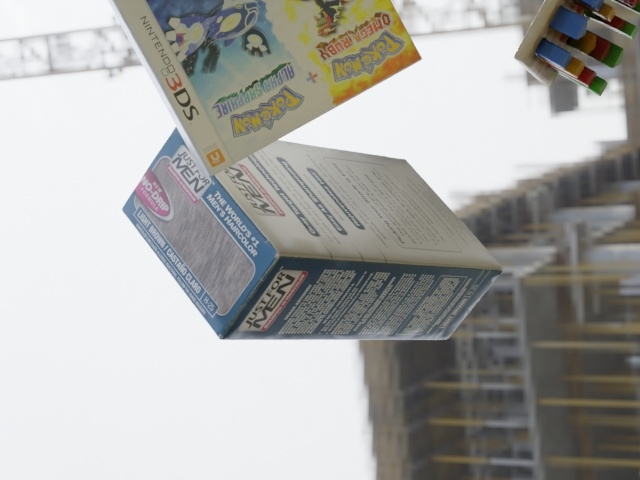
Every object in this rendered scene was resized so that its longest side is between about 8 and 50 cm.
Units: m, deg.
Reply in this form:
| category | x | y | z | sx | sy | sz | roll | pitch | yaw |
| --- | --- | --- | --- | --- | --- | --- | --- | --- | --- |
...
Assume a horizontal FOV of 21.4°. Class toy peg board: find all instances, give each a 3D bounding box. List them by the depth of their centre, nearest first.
| category | x | y | z | sx | sy | sz | roll | pitch | yaw |
| --- | --- | --- | --- | --- | --- | --- | --- | --- | --- |
| toy peg board | 0.307 | -0.247 | 1.927 | 0.161 | 0.079 | 0.160 | -61 | -18 | 5 |

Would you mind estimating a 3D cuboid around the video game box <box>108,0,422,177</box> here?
| category | x | y | z | sx | sy | sz | roll | pitch | yaw |
| --- | --- | --- | --- | --- | --- | --- | --- | --- | --- |
| video game box | -0.050 | -0.179 | 1.376 | 0.205 | 0.048 | 0.187 | -30 | -80 | -7 |

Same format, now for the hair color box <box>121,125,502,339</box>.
| category | x | y | z | sx | sy | sz | roll | pitch | yaw |
| --- | --- | --- | --- | --- | --- | --- | --- | --- | --- |
| hair color box | 0.000 | 0.000 | 1.586 | 0.347 | 0.174 | 0.105 | 5 | -52 | -51 |
